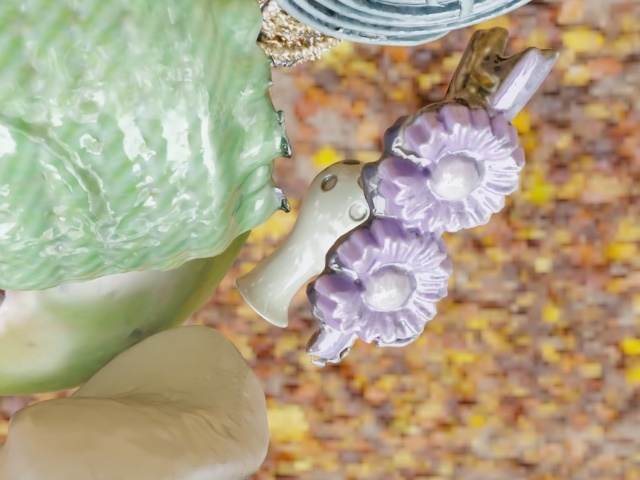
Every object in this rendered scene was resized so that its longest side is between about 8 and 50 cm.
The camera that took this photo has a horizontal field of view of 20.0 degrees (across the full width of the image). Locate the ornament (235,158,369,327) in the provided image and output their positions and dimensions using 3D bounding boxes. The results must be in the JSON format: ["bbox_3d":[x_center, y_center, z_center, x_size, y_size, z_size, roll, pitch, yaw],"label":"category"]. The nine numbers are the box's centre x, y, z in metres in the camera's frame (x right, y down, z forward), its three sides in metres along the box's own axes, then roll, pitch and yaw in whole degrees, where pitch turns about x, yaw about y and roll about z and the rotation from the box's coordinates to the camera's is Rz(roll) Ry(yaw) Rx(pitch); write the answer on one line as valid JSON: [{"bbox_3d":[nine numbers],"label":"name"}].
[{"bbox_3d":[0.000,0.000,1.557,0.081,0.075,0.156,40,102,-12],"label":"ornament"}]

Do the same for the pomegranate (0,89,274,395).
[{"bbox_3d":[-0.156,-0.045,1.138,0.310,0.358,0.216,-32,109,22],"label":"pomegranate"}]

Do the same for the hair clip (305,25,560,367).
[{"bbox_3d":[0.067,-0.023,1.271,0.106,0.084,0.292,17,112,-32],"label":"hair clip"}]

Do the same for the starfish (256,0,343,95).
[{"bbox_3d":[-0.089,-0.240,1.851,0.312,0.113,0.303,14,115,-46],"label":"starfish"}]

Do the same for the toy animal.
[{"bbox_3d":[-0.083,0.145,0.691,0.174,0.249,0.289,27,145,0],"label":"toy animal"}]

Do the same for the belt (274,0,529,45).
[{"bbox_3d":[0.056,-0.197,1.024,0.206,0.116,0.267,-17,158,12],"label":"belt"}]

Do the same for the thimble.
[{"bbox_3d":[-0.106,-0.090,0.856,0.150,0.219,0.219,-12,152,-8],"label":"thimble"}]
